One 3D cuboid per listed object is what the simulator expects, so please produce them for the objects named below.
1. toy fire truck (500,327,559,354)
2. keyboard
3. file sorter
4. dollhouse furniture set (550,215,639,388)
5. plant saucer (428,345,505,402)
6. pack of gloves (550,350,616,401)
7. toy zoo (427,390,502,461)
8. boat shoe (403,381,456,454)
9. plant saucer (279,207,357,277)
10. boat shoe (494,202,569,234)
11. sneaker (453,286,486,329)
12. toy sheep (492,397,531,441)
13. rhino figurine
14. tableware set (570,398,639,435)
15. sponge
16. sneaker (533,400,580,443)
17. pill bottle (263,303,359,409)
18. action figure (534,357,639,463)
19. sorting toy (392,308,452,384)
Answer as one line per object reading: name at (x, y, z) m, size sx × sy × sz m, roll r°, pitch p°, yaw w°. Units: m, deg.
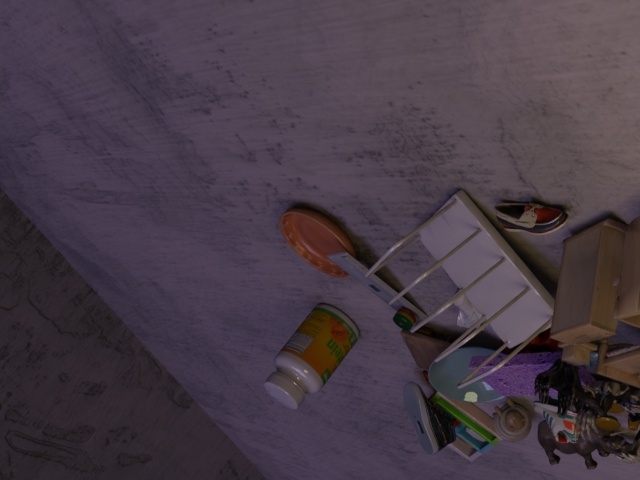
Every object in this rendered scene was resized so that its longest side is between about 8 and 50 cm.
toy fire truck at (0.382, 0.159, 1.685) m, size 0.135 × 0.047 × 0.192 m, roll 42°, pitch 154°, yaw -6°
keyboard at (0.123, 0.100, 1.920) m, size 0.256 × 0.014 × 0.072 m, roll 38°, pitch 160°, yaw -24°
file sorter at (0.240, 0.096, 1.566) m, size 0.277 × 0.173 × 0.193 m, roll 51°, pitch 155°, yaw 7°
dollhouse furniture set at (0.553, 0.111, 1.382) m, size 0.356 × 0.173 × 0.303 m, roll 20°, pitch 158°, yaw -14°
plant saucer at (0.325, 0.273, 1.896) m, size 0.195 × 0.037 × 0.195 m, roll 4°, pitch 136°, yaw 4°
pack of gloves at (0.486, 0.248, 1.688) m, size 0.195 × 0.046 × 0.232 m, roll 35°, pitch 149°, yaw -21°
toy zoo at (0.338, 0.466, 2.252) m, size 0.192 × 0.030 × 0.293 m, roll 36°, pitch 154°, yaw 7°
boat shoe at (0.264, 0.418, 2.175) m, size 0.065 × 0.083 × 0.183 m, roll -15°, pitch 95°, yaw 58°
plant saucer at (0.000, 0.000, 1.947) m, size 0.200 × 0.037 × 0.200 m, roll 31°, pitch 153°, yaw 18°
boat shoe at (0.335, -0.040, 1.436) m, size 0.043 × 0.049 × 0.137 m, roll 54°, pitch 156°, yaw -22°
sneaker at (0.296, 0.125, 1.752) m, size 0.061 × 0.053 × 0.152 m, roll 15°, pitch 152°, yaw 24°
toy sheep at (0.422, 0.402, 1.984) m, size 0.091 × 0.091 × 0.132 m, roll 30°, pitch 166°, yaw 19°
rhino figurine at (0.545, 0.411, 1.845) m, size 0.106 × 0.073 × 0.243 m, roll 55°, pitch 148°, yaw -13°
tableware set at (0.540, 0.319, 1.704) m, size 0.154 × 0.024 × 0.104 m, roll 34°, pitch 144°, yaw -17°
sponge at (0.395, 0.251, 1.678) m, size 0.210 × 0.031 × 0.117 m, roll -10°, pitch 138°, yaw 46°
sneaker at (0.478, 0.370, 1.825) m, size 0.057 × 0.075 × 0.161 m, roll 9°, pitch 174°, yaw -16°
pill bottle at (-0.026, 0.287, 2.198) m, size 0.136 × 0.245 × 0.136 m, roll 31°, pitch 153°, yaw 18°
action figure at (0.502, 0.298, 1.549) m, size 0.276 × 0.141 × 0.164 m, roll 21°, pitch 175°, yaw -20°
sorting toy at (0.262, 0.248, 1.984) m, size 0.132 × 0.046 × 0.274 m, roll 14°, pitch 145°, yaw 40°
